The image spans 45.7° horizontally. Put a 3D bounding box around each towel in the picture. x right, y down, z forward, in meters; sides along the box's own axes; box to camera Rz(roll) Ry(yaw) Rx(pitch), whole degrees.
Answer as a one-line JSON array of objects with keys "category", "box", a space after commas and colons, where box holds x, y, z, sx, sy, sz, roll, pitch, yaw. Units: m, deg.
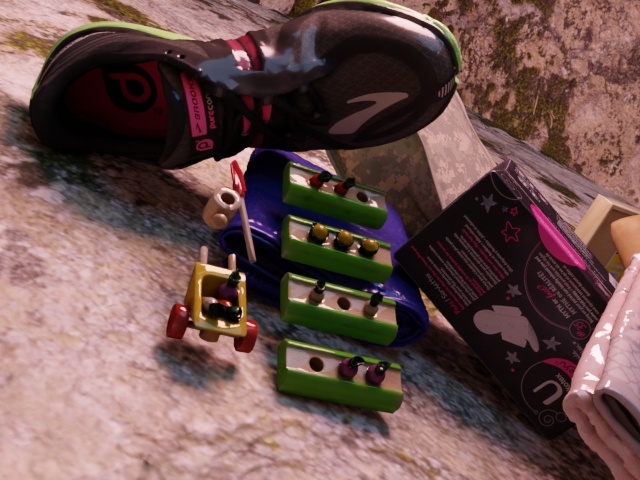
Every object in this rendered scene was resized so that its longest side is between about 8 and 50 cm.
[{"category": "towel", "box": [0.361, 0.182, 0.645, 0.332, 0.053, 0.317, 52, 37, 5]}, {"category": "towel", "box": [0.000, 0.000, 0.862, 0.227, 0.076, 0.308, 28, 21, -10]}]

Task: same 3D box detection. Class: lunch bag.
[{"category": "lunch bag", "box": [0.154, -0.085, 1.113, 0.235, 0.169, 0.287, -12, 71, -56]}]

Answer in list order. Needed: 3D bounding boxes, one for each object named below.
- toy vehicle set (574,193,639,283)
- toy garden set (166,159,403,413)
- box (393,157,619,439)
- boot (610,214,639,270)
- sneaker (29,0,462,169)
[{"category": "toy vehicle set", "box": [0.552, 0.021, 1.396, 0.266, 0.166, 0.035, 13, 24, -37]}, {"category": "toy garden set", "box": [-0.021, 0.013, 0.668, 0.203, 0.049, 0.244, 16, 49, -20]}, {"category": "box", "box": [0.220, 0.054, 0.814, 0.247, 0.142, 0.163, 51, 22, 5]}, {"category": "boot", "box": [0.432, 0.052, 1.037, 0.236, 0.089, 0.270, 14, 33, 1]}, {"category": "sneaker", "box": [-0.088, -0.148, 0.831, 0.482, 0.185, 0.202, -4, 33, 10]}]
